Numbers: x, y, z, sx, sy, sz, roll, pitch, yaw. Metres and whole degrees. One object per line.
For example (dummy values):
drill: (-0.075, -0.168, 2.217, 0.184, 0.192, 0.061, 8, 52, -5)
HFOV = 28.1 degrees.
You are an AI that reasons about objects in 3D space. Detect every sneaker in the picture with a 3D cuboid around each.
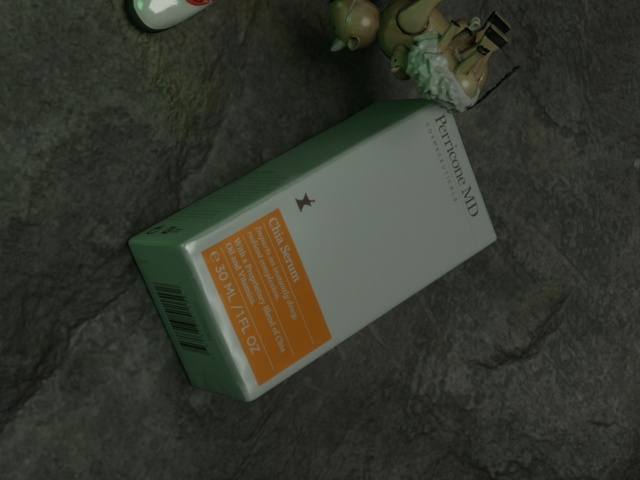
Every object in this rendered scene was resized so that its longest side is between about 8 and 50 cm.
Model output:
sneaker: (-0.118, -0.362, 1.629, 0.270, 0.145, 0.090, -39, 112, -26)

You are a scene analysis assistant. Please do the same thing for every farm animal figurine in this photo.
farm animal figurine: (0.107, -0.297, 1.692, 0.327, 0.172, 0.330, 46, 26, 6)

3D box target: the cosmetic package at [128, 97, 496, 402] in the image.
cosmetic package: (0.000, 0.000, 1.714, 0.453, 0.161, 0.230, -32, 109, -29)
